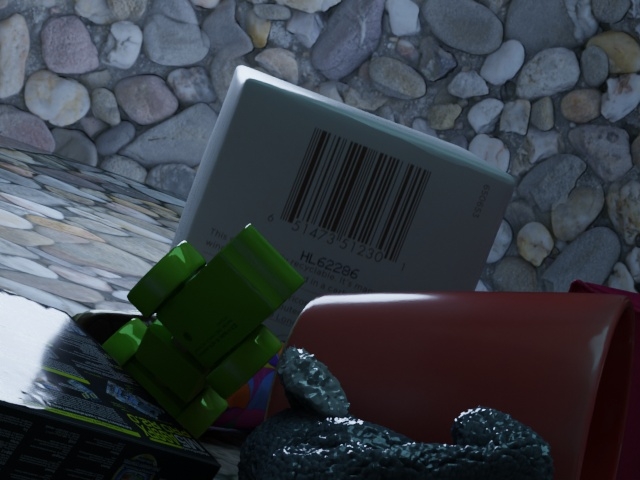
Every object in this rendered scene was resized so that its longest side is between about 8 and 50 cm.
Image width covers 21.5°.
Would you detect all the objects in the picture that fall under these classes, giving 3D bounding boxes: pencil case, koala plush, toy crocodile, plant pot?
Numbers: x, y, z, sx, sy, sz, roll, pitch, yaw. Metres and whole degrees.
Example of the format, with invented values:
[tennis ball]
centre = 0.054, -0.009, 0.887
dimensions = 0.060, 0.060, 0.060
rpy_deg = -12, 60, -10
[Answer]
[pencil case]
centre = -0.047, 0.147, 1.629
dimensions = 0.236, 0.104, 0.104
rpy_deg = 17, 6, -46
[koala plush]
centre = 0.009, 0.174, 1.116
dimensions = 0.203, 0.196, 0.221
rpy_deg = 7, 14, -22
[toy crocodile]
centre = -0.101, 0.079, 1.357
dimensions = 0.115, 0.105, 0.340
rpy_deg = 43, -36, 2
[plant pot]
centre = 0.097, 0.157, 1.297
dimensions = 0.243, 0.275, 0.275
rpy_deg = 10, 3, 16

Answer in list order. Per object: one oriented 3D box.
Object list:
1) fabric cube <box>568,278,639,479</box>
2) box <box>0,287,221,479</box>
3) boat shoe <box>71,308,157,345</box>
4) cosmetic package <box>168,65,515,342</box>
[fabric cube]
centre = 0.369, 0.208, 1.658
dimensions = 0.258, 0.259, 0.254
rpy_deg = 14, 9, -46
[box]
centre = -0.224, 0.100, 1.205
dimensions = 0.216, 0.060, 0.270
rpy_deg = 40, 7, 34
[boat shoe]
centre = -0.182, 0.101, 1.763
dimensions = 0.190, 0.068, 0.072
rpy_deg = 16, -5, -33
[cosmetic package]
centre = 0.000, 0.000, 2.014
dimensions = 0.329, 0.327, 0.394
rpy_deg = 20, 6, -5
